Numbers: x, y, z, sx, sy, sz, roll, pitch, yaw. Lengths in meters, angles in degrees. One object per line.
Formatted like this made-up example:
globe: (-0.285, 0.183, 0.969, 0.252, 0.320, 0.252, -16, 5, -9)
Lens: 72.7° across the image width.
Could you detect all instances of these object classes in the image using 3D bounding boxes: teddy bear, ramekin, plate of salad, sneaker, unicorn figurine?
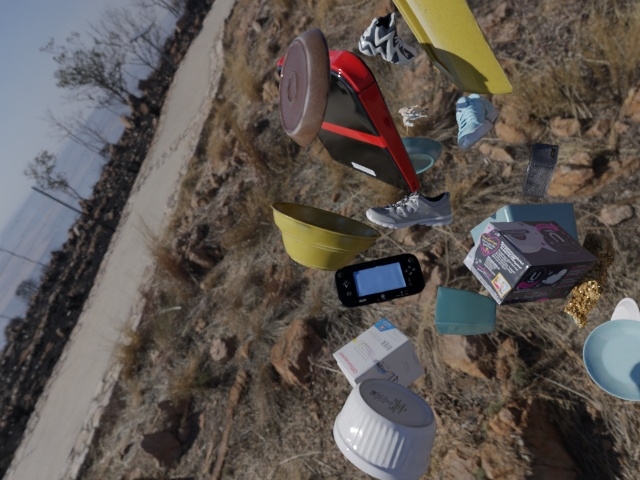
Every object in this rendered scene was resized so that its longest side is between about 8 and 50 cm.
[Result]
teddy bear: (0.938, 0.146, 1.504, 0.113, 0.245, 0.338, 17, 84, 33)
ramekin: (0.139, 0.378, 0.899, 0.207, 0.207, 0.109, 38, 114, 58)
plate of salad: (0.984, 0.284, 1.393, 0.048, 0.200, 0.200, 9, 59, 13)
sneaker: (0.270, -0.739, 1.575, 0.153, 0.235, 0.094, 122, 153, -54)
sneaker: (0.539, -0.440, 1.586, 0.135, 0.150, 0.366, -46, 2, 39)
unicorn figurine: (0.340, -0.463, 1.610, 0.111, 0.162, 0.060, -2, 74, 36)
sneaker: (0.286, -0.109, 1.405, 0.281, 0.115, 0.105, -4, 21, -6)

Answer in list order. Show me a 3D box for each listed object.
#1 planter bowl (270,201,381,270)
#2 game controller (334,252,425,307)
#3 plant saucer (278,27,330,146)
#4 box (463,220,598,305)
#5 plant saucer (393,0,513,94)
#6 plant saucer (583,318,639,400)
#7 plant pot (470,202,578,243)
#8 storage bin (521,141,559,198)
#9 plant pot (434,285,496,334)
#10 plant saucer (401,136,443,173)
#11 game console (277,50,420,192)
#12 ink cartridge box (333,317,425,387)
planter bowl: (0.000, 0.000, 0.827, 0.217, 0.217, 0.090, 36, 113, 58)
game controller: (0.215, 0.147, 1.594, 0.319, 0.067, 0.166, -13, 51, 4)
plant saucer: (-0.031, -0.225, 0.644, 0.168, 0.029, 0.169, 179, 90, -69)
box: (0.522, 0.048, 1.090, 0.163, 0.247, 0.142, 62, 143, 42)
plant saucer: (0.245, -0.464, 0.927, 0.081, 0.333, 0.333, -34, 30, 19)
plant saucer: (0.765, 0.294, 1.078, 0.195, 0.037, 0.195, -18, 64, 42)
plant pot: (0.690, 0.039, 1.446, 0.247, 0.247, 0.252, 112, 153, -69)
storage bin: (0.808, -0.257, 1.605, 0.084, 0.180, 0.122, 14, 55, 20)
plant pot: (0.616, 0.308, 1.835, 0.234, 0.165, 0.166, 3, 63, 23)
plant saucer: (0.277, -0.281, 1.552, 0.317, 0.317, 0.044, -16, 75, 44)
game console: (0.058, -0.291, 1.042, 0.060, 0.342, 0.386, -43, 35, -6)
ink cartridge box: (0.199, 0.423, 1.497, 0.232, 0.168, 0.171, -32, 25, -10)
